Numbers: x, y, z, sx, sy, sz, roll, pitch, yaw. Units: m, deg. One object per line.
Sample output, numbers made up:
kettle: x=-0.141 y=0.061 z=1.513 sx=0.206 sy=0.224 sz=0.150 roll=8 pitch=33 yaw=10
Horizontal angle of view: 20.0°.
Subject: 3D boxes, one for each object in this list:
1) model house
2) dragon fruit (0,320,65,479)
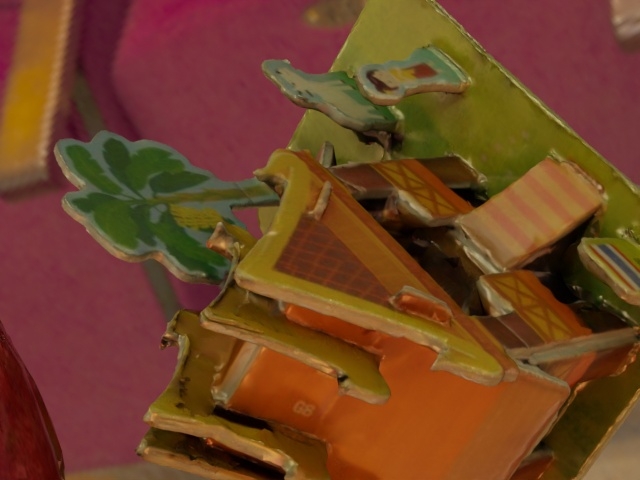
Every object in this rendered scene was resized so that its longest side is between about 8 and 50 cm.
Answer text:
model house: x=0.000 y=0.000 z=1.109 sx=0.358 sy=0.313 sz=0.242 roll=49 pitch=121 yaw=28
dragon fruit: x=-0.238 y=0.116 z=0.677 sx=0.295 sy=0.295 sz=0.302 roll=-34 pitch=21 yaw=8
